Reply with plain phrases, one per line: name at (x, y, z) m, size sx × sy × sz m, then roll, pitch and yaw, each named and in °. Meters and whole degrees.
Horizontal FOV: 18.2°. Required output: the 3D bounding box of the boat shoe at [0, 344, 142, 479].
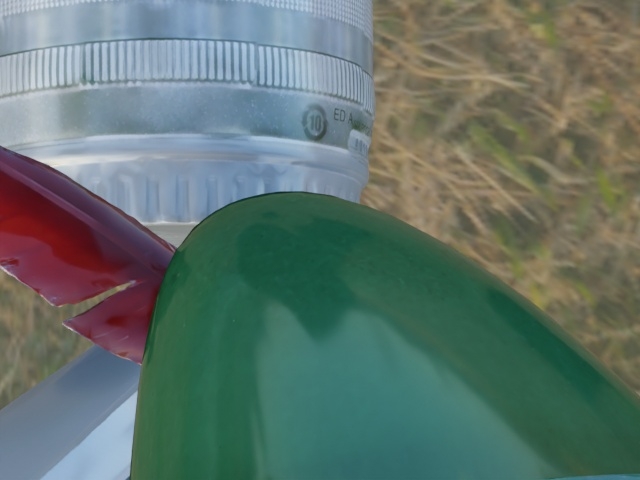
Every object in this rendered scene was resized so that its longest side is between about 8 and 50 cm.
boat shoe at (-0.060, 0.088, 0.818) m, size 0.113 × 0.306 × 0.105 m, roll -23°, pitch 100°, yaw 28°

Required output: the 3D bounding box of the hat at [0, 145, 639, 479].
hat at (0.000, 0.000, 0.476) m, size 0.208 × 0.173 × 0.183 m, roll 2°, pitch 66°, yaw -31°

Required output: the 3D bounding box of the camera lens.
camera lens at (-0.082, -0.131, 1.044) m, size 0.219 × 0.219 × 0.274 m, roll -1°, pitch 83°, yaw -9°
